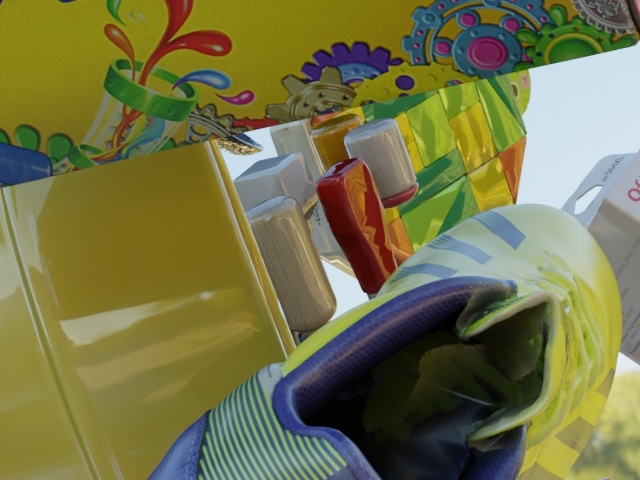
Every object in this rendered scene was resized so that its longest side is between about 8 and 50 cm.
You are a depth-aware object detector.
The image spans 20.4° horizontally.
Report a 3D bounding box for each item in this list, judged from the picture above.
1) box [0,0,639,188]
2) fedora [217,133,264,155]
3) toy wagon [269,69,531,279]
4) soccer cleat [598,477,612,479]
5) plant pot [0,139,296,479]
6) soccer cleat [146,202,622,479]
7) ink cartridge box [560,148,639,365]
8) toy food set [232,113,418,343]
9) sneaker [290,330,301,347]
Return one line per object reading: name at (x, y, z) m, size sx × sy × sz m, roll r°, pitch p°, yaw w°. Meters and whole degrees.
box at (-0.050, -0.180, 0.573) m, size 0.279 × 0.290 × 0.177 m, roll -12°, pitch -52°, yaw 20°
fedora at (-0.176, -0.217, 1.872) m, size 0.334 × 0.152 × 0.334 m, roll 27°, pitch 0°, yaw 0°
toy wagon at (0.092, -0.108, 1.511) m, size 0.068 × 0.267 × 0.344 m, roll -8°, pitch 17°, yaw 44°
soccer cleat at (0.215, 0.282, 1.284) m, size 0.095 × 0.248 × 0.083 m, roll -32°, pitch -44°, yaw 10°
plant pot at (-0.128, 0.072, 0.761) m, size 0.239 × 0.254 × 0.254 m, roll -20°, pitch -14°, yaw -1°
soccer cleat at (0.047, 0.046, 0.537) m, size 0.121 × 0.093 × 0.289 m, roll -43°, pitch -5°, yaw 33°
ink cartridge box at (0.190, 0.009, 0.901) m, size 0.092 × 0.143 × 0.090 m, roll -48°, pitch -12°, yaw -38°
toy food set at (0.000, 0.000, 1.205) m, size 0.111 × 0.104 × 0.232 m, roll -11°, pitch 19°, yaw 32°
sneaker at (-0.018, 0.170, 1.299) m, size 0.131 × 0.148 × 0.350 m, roll -33°, pitch -36°, yaw -9°
